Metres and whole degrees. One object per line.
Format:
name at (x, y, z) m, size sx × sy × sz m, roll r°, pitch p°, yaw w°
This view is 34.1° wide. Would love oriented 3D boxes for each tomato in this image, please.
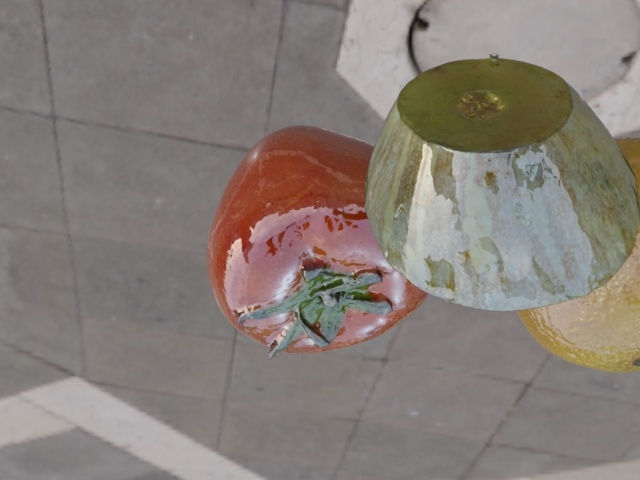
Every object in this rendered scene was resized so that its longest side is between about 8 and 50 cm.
tomato at (0.000, 0.000, 1.512) m, size 0.341 × 0.273 × 0.341 m, roll -5°, pitch 130°, yaw -7°

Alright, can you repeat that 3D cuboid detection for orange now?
orange at (0.290, 0.014, 0.991) m, size 0.236 × 0.236 × 0.236 m, roll 3°, pitch 147°, yaw 2°

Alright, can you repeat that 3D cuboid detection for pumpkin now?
pumpkin at (0.136, -0.064, 0.791) m, size 0.217 × 0.217 × 0.110 m, roll -1°, pitch 144°, yaw 10°
